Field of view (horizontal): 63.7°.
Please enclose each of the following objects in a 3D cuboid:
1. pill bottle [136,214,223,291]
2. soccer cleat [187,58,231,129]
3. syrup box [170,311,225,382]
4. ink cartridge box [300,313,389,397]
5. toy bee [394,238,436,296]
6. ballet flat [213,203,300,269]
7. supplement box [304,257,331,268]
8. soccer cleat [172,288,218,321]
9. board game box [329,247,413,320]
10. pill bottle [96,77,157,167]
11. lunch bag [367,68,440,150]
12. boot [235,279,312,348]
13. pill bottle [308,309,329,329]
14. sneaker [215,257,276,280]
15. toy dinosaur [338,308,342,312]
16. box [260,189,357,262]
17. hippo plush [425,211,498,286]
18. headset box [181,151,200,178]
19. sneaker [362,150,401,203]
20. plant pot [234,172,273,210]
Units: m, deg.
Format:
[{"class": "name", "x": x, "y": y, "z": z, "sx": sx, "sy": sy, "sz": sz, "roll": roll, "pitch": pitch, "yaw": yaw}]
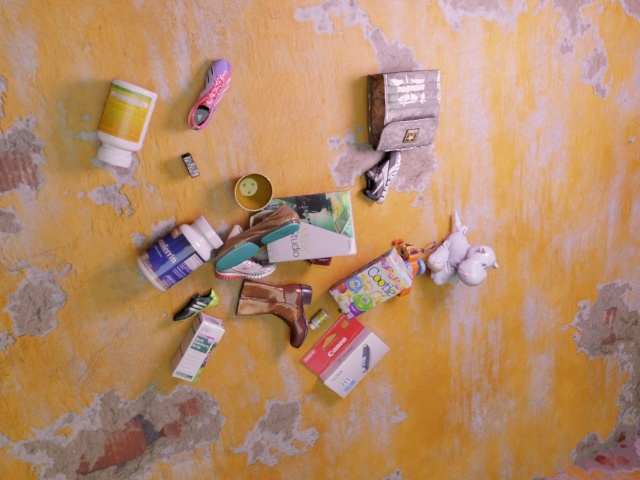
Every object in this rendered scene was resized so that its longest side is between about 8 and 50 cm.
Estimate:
[{"class": "pill bottle", "x": -0.472, "y": 0.040, "z": 1.747, "sx": 0.265, "sy": 0.153, "sz": 0.153, "roll": -37, "pitch": 116, "yaw": -8}, {"class": "soccer cleat", "x": -0.353, "y": -0.468, "z": 1.660, "sx": 0.083, "sy": 0.095, "sz": 0.247, "roll": 27, "pitch": 96, "yaw": -27}, {"class": "syrup box", "x": -0.455, "y": 0.393, "z": 1.900, "sx": 0.093, "sy": 0.096, "sz": 0.236, "roll": 28, "pitch": 96, "yaw": -26}, {"class": "ink cartridge box", "x": 0.106, "y": 0.483, "z": 2.168, "sx": 0.296, "sy": 0.066, "sz": 0.261, "roll": -47, "pitch": 118, "yaw": -2}, {"class": "toy bee", "x": 0.357, "y": 0.077, "z": 2.106, "sx": 0.195, "sy": 0.162, "sz": 0.298, "roll": 12, "pitch": 122, "yaw": -47}, {"class": "ballet flat", "x": -0.234, "y": -0.023, "z": 1.797, "sx": 0.343, "sy": 0.124, "sz": 0.116, "roll": -30, "pitch": 152, "yaw": 9}, {"class": "supplement box", "x": 0.000, "y": 0.000, "z": 1.944, "sx": 0.081, "sy": 0.104, "sz": 0.188, "roll": 8, "pitch": 104, "yaw": -30}, {"class": "soccer cleat", "x": -0.459, "y": 0.235, "z": 1.873, "sx": 0.179, "sy": 0.060, "sz": 0.072, "roll": -26, "pitch": 105, "yaw": -19}, {"class": "board game box", "x": 0.198, "y": 0.167, "z": 1.980, "sx": 0.275, "sy": 0.144, "sz": 0.142, "roll": -33, "pitch": 92, "yaw": 18}, {"class": "pill bottle", "x": -0.601, "y": -0.356, "z": 1.576, "sx": 0.137, "sy": 0.136, "sz": 0.245, "roll": 17, "pitch": 100, "yaw": -25}, {"class": "lunch bag", "x": 0.304, "y": -0.467, "z": 1.876, "sx": 0.236, "sy": 0.169, "sz": 0.286, "roll": -10, "pitch": 109, "yaw": -17}, {"class": "boot", "x": -0.183, "y": 0.287, "z": 1.974, "sx": 0.281, "sy": 0.096, "sz": 0.263, "roll": 5, "pitch": 105, "yaw": -22}, {"class": "pill bottle", "x": -0.008, "y": 0.322, "z": 2.082, "sx": 0.083, "sy": 0.043, "sz": 0.043, "roll": -44, "pitch": 117, "yaw": -3}, {"class": "sneaker", "x": -0.269, "y": 0.090, "z": 1.880, "sx": 0.226, "sy": 0.088, "sz": 0.092, "roll": -3, "pitch": 107, "yaw": -21}, {"class": "toy dinosaur", "x": 0.115, "y": 0.275, "z": 2.119, "sx": 0.082, "sy": 0.047, "sz": 0.090, "roll": -43, "pitch": 129, "yaw": 17}, {"class": "box", "x": -0.041, "y": -0.049, "z": 1.845, "sx": 0.323, "sy": 0.058, "sz": 0.232, "roll": -6, "pitch": 100, "yaw": 8}, {"class": "hippo plush", "x": 0.614, "y": 0.087, "z": 2.120, "sx": 0.294, "sy": 0.237, "sz": 0.234, "roll": -55, "pitch": 131, "yaw": -10}, {"class": "headset box", "x": -0.432, "y": -0.247, "z": 1.719, "sx": 0.032, "sy": 0.062, "sz": 0.083, "roll": -24, "pitch": 115, "yaw": -12}, {"class": "sneaker", "x": 0.230, "y": -0.259, "z": 1.968, "sx": 0.106, "sy": 0.078, "sz": 0.234, "roll": 16, "pitch": 103, "yaw": -28}, {"class": "plant pot", "x": -0.242, "y": -0.178, "z": 1.798, "sx": 0.135, "sy": 0.095, "sz": 0.134, "roll": -6, "pitch": 108, "yaw": -19}]
